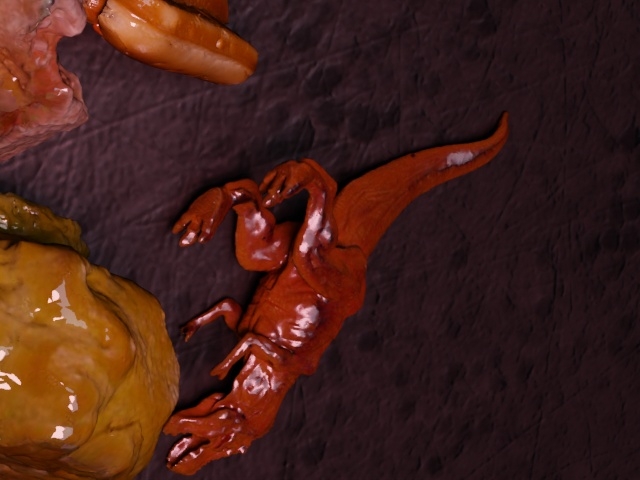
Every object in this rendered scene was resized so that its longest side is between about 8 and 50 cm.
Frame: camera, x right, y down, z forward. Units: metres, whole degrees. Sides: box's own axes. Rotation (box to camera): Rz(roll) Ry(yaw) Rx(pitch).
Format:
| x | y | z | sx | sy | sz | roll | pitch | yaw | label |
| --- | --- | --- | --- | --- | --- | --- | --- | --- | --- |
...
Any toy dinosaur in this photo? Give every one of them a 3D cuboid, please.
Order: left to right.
| x | y | z | sx | sy | sz | roll | pitch | yaw | label |
| --- | --- | --- | --- | --- | --- | --- | --- | --- | --- |
| 0.000 | 0.000 | 1.076 | 0.432 | 0.097 | 0.208 | -48 | 134 | -9 | toy dinosaur |

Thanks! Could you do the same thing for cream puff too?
| x | y | z | sx | sy | sz | roll | pitch | yaw | label |
| --- | --- | --- | --- | --- | --- | --- | --- | --- | --- |
| -0.222 | 0.062 | 0.886 | 0.281 | 0.281 | 0.185 | 25 | 65 | -32 | cream puff |

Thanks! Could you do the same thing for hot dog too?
| x | y | z | sx | sy | sz | roll | pitch | yaw | label |
| --- | --- | --- | --- | --- | --- | --- | --- | --- | --- |
| -0.104 | -0.153 | 0.940 | 0.062 | 0.235 | 0.092 | -35 | 77 | 13 | hot dog |

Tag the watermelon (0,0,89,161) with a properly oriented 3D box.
| x | y | z | sx | sy | sz | roll | pitch | yaw | label |
| --- | --- | --- | --- | --- | --- | --- | --- | --- | --- |
| -0.271 | -0.143 | 0.831 | 0.301 | 0.151 | 0.264 | -10 | 107 | 9 | watermelon |
